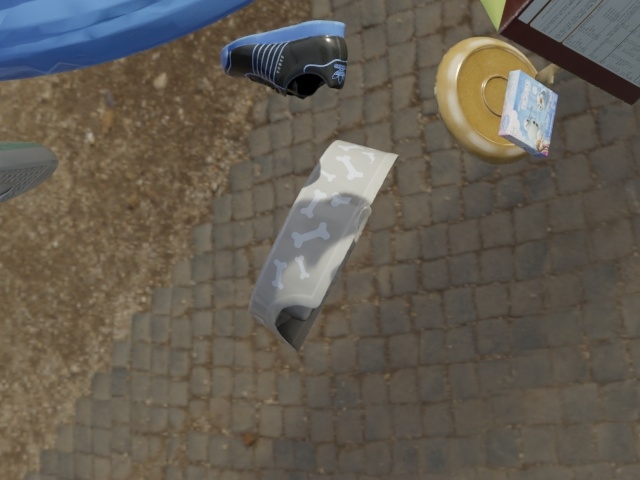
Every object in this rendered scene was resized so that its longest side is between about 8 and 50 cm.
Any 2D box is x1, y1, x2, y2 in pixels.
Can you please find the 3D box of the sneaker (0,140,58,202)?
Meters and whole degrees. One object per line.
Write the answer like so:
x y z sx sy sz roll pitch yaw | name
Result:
-0.384 -0.105 0.850 0.094 0.256 0.151 -40 67 50 | sneaker

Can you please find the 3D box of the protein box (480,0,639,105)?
0.252 -0.272 0.876 0.136 0.201 0.200 -47 42 33 | protein box

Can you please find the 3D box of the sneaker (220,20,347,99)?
-0.056 -0.236 1.241 0.232 0.081 0.090 -3 88 47 | sneaker

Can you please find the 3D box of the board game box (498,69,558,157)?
0.277 -0.167 1.197 0.020 0.090 0.090 0 75 50 | board game box

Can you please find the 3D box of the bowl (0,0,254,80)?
-0.165 -0.258 0.587 0.391 0.077 0.391 -6 50 7 | bowl

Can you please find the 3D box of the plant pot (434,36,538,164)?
0.310 -0.252 1.589 0.032 0.236 0.236 155 114 -64 | plant pot

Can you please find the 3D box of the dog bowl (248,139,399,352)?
0.000 0.000 1.410 0.102 0.349 0.349 28 104 4 | dog bowl

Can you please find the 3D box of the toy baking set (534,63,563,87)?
0.371 -0.312 1.211 0.197 0.030 0.256 -130 55 -67 | toy baking set
